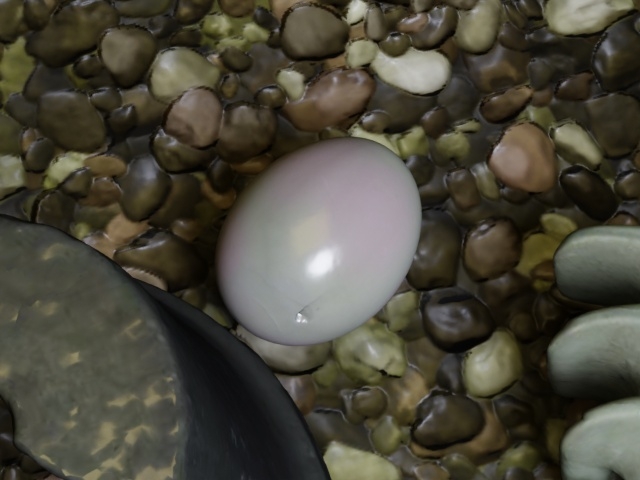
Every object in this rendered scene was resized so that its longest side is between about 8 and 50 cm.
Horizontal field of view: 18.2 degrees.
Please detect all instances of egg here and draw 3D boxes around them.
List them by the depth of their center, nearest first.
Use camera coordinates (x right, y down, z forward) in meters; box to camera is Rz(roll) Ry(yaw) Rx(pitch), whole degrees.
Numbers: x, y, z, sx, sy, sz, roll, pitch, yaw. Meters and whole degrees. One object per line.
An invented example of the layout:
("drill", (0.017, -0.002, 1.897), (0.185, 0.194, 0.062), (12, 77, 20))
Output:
("egg", (0.000, 0.000, 1.130), (0.103, 0.103, 0.135), (38, 66, 15))

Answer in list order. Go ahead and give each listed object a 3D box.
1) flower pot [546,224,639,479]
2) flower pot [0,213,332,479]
("flower pot", (0.264, 0.119, 1.040), (0.254, 0.164, 0.367), (-27, 65, -2))
("flower pot", (-0.177, 0.128, 0.985), (0.379, 0.251, 0.379), (0, 64, 0))
